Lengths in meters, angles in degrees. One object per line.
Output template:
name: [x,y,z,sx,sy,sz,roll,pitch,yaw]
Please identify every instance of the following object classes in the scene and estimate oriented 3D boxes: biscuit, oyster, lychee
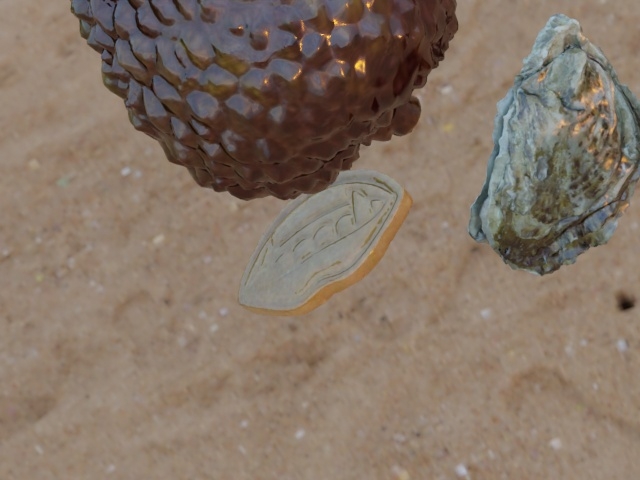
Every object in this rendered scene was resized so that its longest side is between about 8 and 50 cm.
biscuit: [0.000,0.000,1.424,0.220,0.029,0.142,-32,43,27]
oyster: [0.257,-0.093,1.526,0.268,0.198,0.112,-62,31,14]
lychee: [-0.040,-0.153,0.915,0.236,0.271,0.236,-51,15,20]
